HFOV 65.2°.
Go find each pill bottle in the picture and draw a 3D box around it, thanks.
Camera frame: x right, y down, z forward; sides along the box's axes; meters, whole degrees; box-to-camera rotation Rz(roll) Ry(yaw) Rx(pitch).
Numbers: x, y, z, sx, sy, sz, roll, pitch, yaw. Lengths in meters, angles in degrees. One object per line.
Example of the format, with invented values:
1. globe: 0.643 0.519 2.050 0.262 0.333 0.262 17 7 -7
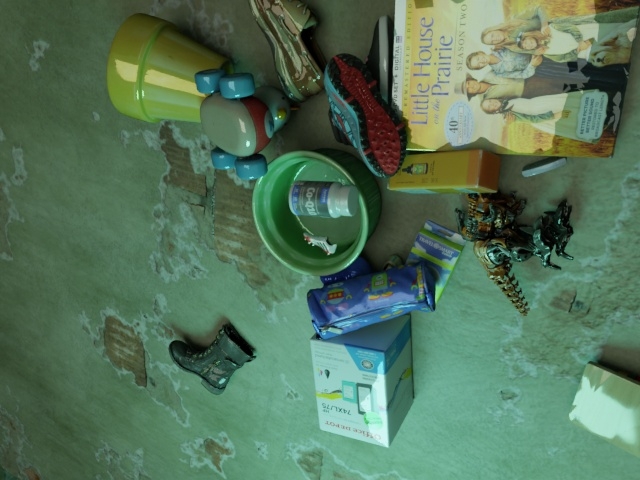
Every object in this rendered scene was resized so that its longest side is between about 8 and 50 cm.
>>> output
1. pill bottle: 0.008 -0.088 1.073 0.137 0.078 0.078 5 111 26

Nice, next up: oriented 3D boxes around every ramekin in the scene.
1. ramekin: 0.000 -0.079 1.217 0.304 0.148 0.303 10 113 25

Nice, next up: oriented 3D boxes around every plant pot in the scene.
1. plant pot: -0.353 -0.403 1.243 0.239 0.254 0.253 17 117 4

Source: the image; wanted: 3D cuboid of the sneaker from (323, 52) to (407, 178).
1. sneaker: 0.089 -0.250 1.031 0.104 0.125 0.261 -28 99 -11

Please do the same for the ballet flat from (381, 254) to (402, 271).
1. ballet flat: 0.159 0.113 1.262 0.057 0.052 0.168 22 118 19

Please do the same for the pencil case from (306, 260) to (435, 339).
1. pencil case: 0.115 0.140 1.153 0.306 0.133 0.119 -17 121 14

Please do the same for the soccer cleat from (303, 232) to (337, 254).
1. soccer cleat: 0.000 0.000 1.142 0.083 0.029 0.035 34 112 10

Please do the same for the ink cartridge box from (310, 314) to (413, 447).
1. ink cartridge box: 0.113 0.340 1.286 0.198 0.197 0.269 4 111 27

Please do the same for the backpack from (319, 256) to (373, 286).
1. backpack: 0.072 0.100 1.273 0.120 0.101 0.098 -16 137 27

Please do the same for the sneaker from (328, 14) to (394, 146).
1. sneaker: 0.088 -0.334 1.098 0.147 0.104 0.295 9 117 20

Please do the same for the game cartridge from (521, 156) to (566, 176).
1. game cartridge: 0.450 -0.151 1.005 0.083 0.056 0.017 -18 99 33

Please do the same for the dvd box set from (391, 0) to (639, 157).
1. dvd box set: 0.349 -0.320 0.958 0.421 0.062 0.307 7 111 17

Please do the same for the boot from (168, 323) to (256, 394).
1. boot: -0.348 0.352 1.617 0.263 0.091 0.229 37 116 7

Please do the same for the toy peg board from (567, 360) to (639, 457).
1. toy peg board: 0.652 0.353 1.088 0.161 0.079 0.161 24 119 37

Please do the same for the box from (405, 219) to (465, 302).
1. box: 0.263 0.053 1.191 0.109 0.042 0.178 26 120 17

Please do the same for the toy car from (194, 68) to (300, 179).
1. toy car: -0.134 -0.290 1.153 0.210 0.238 0.219 26 132 45

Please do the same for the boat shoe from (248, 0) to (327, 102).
1. boat shoe: -0.062 -0.483 1.127 0.120 0.122 0.323 -14 110 26

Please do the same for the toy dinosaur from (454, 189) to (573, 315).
1. toy dinosaur: 0.401 -0.007 1.060 0.219 0.164 0.321 -8 123 46

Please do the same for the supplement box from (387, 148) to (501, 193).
1. supplement box: 0.251 -0.140 1.048 0.234 0.080 0.077 7 90 48
